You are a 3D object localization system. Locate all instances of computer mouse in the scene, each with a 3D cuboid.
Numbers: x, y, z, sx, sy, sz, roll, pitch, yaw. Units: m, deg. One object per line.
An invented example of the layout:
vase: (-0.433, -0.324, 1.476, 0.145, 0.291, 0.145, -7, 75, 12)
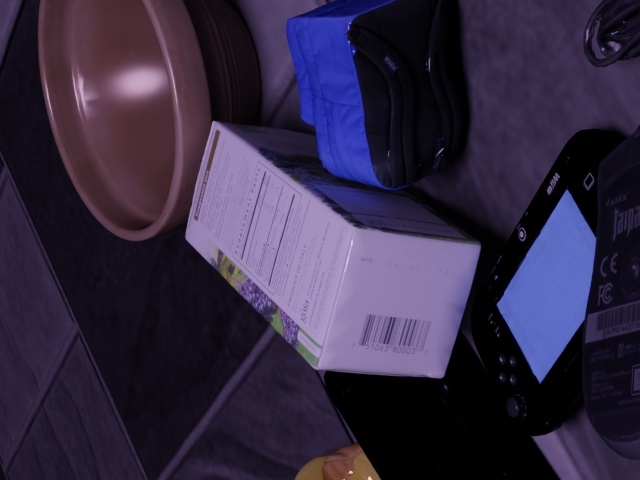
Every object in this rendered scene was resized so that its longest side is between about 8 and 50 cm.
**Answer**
computer mouse: (0.199, -0.028, 0.741, 0.184, 0.060, 0.262, 146, 132, -60)

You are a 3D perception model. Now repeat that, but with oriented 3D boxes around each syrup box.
syrup box: (0.000, 0.000, 1.018, 0.237, 0.093, 0.096, 38, 117, 58)

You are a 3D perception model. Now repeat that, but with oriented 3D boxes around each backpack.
backpack: (0.037, -0.097, 0.976, 0.101, 0.098, 0.120, 14, 123, 53)

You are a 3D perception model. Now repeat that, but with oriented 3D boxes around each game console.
game console: (0.114, 0.068, 0.971, 0.213, 0.044, 0.361, 57, 143, 27)

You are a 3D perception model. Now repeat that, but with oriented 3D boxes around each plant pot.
plant pot: (-0.123, -0.125, 1.200, 0.237, 0.110, 0.237, 27, 124, 50)

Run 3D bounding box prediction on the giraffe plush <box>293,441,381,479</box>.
giraffe plush: (-0.004, 0.266, 1.116, 0.210, 0.170, 0.181, 47, 139, 37)
